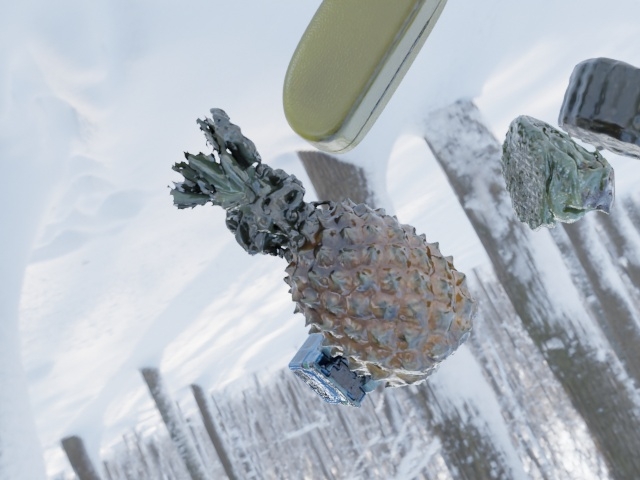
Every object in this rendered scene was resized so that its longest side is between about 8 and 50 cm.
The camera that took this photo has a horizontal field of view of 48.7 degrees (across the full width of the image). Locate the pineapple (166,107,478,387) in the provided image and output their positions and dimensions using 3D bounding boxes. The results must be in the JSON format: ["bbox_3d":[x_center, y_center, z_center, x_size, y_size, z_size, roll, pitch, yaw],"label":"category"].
[{"bbox_3d":[0.000,0.000,0.759,0.175,0.361,0.175,-46,-178,2],"label":"pineapple"}]

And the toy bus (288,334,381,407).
[{"bbox_3d":[0.050,0.117,0.919,0.185,0.090,0.106,-52,-167,-26],"label":"toy bus"}]

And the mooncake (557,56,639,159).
[{"bbox_3d":[0.507,-0.203,1.166,0.124,0.228,0.228,-67,165,5],"label":"mooncake"}]

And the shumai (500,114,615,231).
[{"bbox_3d":[0.363,-0.113,1.055,0.141,0.184,0.184,-12,169,-8],"label":"shumai"}]

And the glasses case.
[{"bbox_3d":[0.070,-0.329,1.208,0.371,0.173,0.141,-58,157,7],"label":"glasses case"}]
